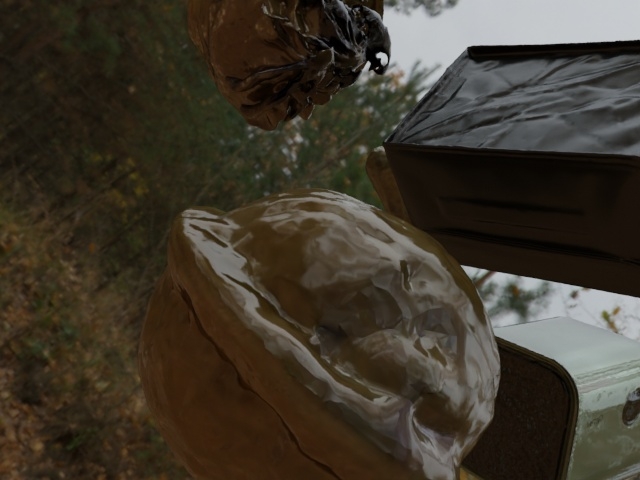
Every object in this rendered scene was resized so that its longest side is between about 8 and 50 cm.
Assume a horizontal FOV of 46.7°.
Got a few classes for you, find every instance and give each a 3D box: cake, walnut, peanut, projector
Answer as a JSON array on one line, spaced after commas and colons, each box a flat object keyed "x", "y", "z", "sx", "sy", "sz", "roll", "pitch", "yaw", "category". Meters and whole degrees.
[{"x": -0.025, "y": -0.325, "z": 1.193, "sx": 0.321, "sy": 0.332, "sz": 0.332, "roll": 58, "pitch": -4, "yaw": 38, "category": "cake"}, {"x": -0.006, "y": 0.131, "z": 0.794, "sx": 0.383, "sy": 0.383, "sz": 0.383, "roll": 49, "pitch": -11, "yaw": 12, "category": "walnut"}, {"x": 0.143, "y": -0.070, "z": 1.277, "sx": 0.099, "sy": 0.099, "sz": 0.214, "roll": 95, "pitch": -21, "yaw": -75, "category": "peanut"}, {"x": 0.384, "y": 0.277, "z": 1.244, "sx": 0.248, "sy": 0.249, "sz": 0.248, "roll": 20, "pitch": -72, "yaw": 51, "category": "projector"}]

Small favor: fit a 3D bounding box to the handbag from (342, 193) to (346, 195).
[{"x": 0.000, "y": 0.000, "z": 1.691, "sx": 0.059, "sy": 0.212, "sz": 0.157, "roll": 36, "pitch": -19, "yaw": -19, "category": "handbag"}]

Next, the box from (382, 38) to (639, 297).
[{"x": 0.293, "y": -0.103, "z": 0.938, "sx": 0.345, "sy": 0.251, "sz": 0.204, "roll": 10, "pitch": -43, "yaw": 41, "category": "box"}]
